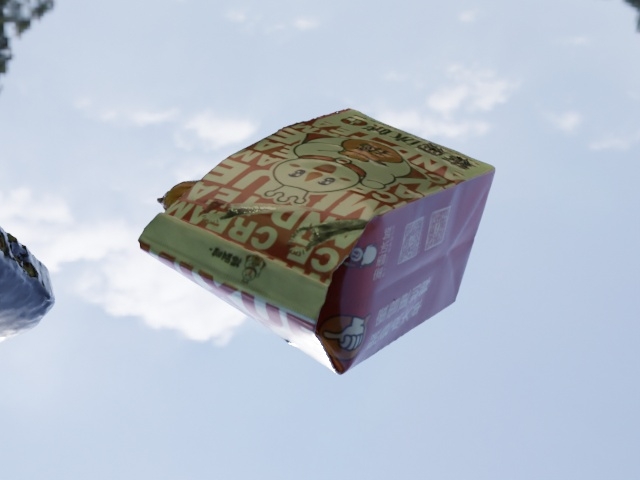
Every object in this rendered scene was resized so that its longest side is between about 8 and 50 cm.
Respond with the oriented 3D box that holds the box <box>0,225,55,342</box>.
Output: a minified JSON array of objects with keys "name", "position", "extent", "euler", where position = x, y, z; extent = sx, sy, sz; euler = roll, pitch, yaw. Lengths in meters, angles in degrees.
[{"name":"box","position":[-0.434,0.054,0.834],"extent":[0.359,0.350,0.091],"euler":[-21,-113,-1]}]

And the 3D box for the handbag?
[{"name":"handbag","position":[0.000,0.000,0.832],"extent":[0.171,0.151,0.298],"euler":[25,-153,26]}]

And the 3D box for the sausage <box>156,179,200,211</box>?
[{"name":"sausage","position":[-0.087,-0.036,1.071],"extent":[0.183,0.054,0.062],"euler":[2,-130,17]}]
